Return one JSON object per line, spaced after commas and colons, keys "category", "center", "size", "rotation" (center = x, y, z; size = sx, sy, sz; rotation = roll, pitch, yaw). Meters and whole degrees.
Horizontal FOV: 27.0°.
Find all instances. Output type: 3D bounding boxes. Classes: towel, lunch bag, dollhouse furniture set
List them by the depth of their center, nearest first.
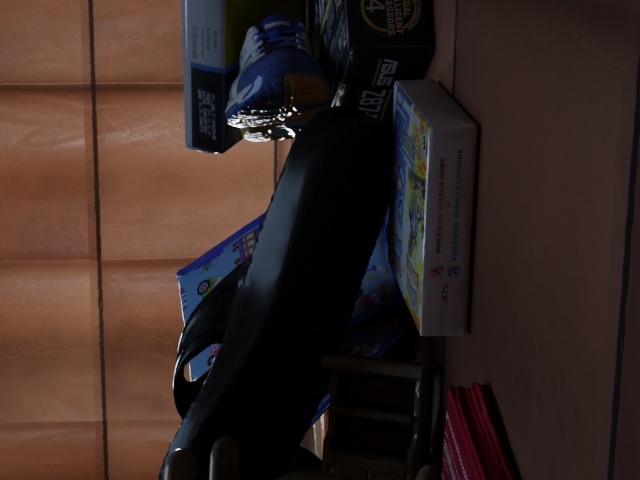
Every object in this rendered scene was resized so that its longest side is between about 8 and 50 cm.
{"category": "towel", "center": [0.123, 0.273, 1.048], "size": [0.199, 0.031, 0.274], "rotation": [-100, 11, -63]}
{"category": "dollhouse furniture set", "center": [0.008, 0.198, 1.205], "size": [0.242, 0.212, 0.160], "rotation": [-3, -84, -63]}
{"category": "lunch bag", "center": [-0.007, 0.060, 1.472], "size": [0.293, 0.138, 0.221], "rotation": [-39, 40, 24]}

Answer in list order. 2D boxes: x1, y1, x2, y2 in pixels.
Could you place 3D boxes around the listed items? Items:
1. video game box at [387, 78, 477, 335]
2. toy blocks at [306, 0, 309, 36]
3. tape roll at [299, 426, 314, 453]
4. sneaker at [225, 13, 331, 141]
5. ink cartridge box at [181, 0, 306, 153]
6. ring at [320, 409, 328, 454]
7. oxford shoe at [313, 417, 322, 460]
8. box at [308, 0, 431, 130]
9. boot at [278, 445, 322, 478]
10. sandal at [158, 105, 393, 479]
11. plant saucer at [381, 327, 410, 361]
{"category": "video game box", "center": [0.097, -0.036, 1.201], "size": [0.205, 0.048, 0.187], "rotation": [-107, 15, -72]}
{"category": "toy blocks", "center": [-0.046, -0.327, 1.989], "size": [0.261, 0.191, 0.381], "rotation": [71, -153, -77]}
{"category": "tape roll", "center": [-0.078, 0.274, 1.745], "size": [0.392, 0.072, 0.391], "rotation": [-3, -90, -79]}
{"category": "sneaker", "center": [-0.054, -0.188, 1.454], "size": [0.296, 0.112, 0.130], "rotation": [158, 108, -83]}
{"category": "ink cartridge box", "center": [-0.070, -0.300, 1.634], "size": [0.307, 0.072, 0.303], "rotation": [-43, -39, -51]}
{"category": "ring", "center": [0.029, 0.279, 2.072], "size": [0.336, 0.032, 0.336], "rotation": [180, 90, -85]}
{"category": "oxford shoe", "center": [-0.054, 0.321, 2.454], "size": [0.449, 0.130, 0.169], "rotation": [-96, 6, -57]}
{"category": "box", "center": [0.042, -0.277, 1.501], "size": [0.395, 0.097, 0.318], "rotation": [105, 161, -73]}
{"category": "boot", "center": [0.022, 0.261, 1.481], "size": [0.264, 0.096, 0.280], "rotation": [-114, 24, -44]}
{"category": "sandal", "center": [-0.054, 0.077, 1.317], "size": [0.107, 0.168, 0.445], "rotation": [25, 92, 39]}
{"category": "plant saucer", "center": [0.065, 0.158, 1.602], "size": [0.317, 0.044, 0.317], "rotation": [180, 90, -85]}
